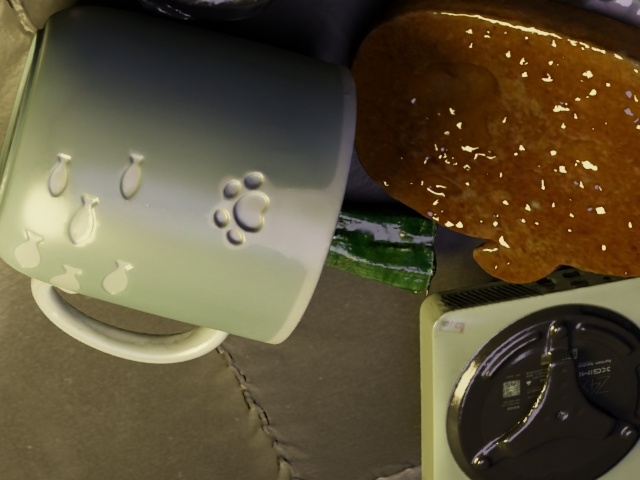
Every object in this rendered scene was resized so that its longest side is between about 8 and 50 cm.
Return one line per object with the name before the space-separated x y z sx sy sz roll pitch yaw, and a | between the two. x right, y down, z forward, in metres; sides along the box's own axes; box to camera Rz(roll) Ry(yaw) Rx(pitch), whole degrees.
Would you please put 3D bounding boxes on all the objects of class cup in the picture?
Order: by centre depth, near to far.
cup | -0.155 -0.030 1.591 0.274 0.259 0.357 16 129 -13

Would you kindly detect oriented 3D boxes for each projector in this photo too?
projector | 0.233 0.159 1.829 0.257 0.079 0.259 -10 118 -13

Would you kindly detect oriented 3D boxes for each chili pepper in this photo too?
chili pepper | 0.000 0.000 1.744 0.226 0.059 0.088 7 86 -10

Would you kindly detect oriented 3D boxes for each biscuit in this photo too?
biscuit | 0.198 -0.085 1.621 0.367 0.063 0.314 18 138 19

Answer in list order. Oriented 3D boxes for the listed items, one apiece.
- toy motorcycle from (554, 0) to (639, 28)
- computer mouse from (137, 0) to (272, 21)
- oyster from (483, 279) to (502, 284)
toy motorcycle | 0.300 -0.242 1.559 0.260 0.171 0.110 -37 123 20
computer mouse | -0.074 -0.324 1.499 0.168 0.087 0.295 17 108 -12
oyster | 0.190 0.086 1.848 0.098 0.037 0.100 36 112 -29
